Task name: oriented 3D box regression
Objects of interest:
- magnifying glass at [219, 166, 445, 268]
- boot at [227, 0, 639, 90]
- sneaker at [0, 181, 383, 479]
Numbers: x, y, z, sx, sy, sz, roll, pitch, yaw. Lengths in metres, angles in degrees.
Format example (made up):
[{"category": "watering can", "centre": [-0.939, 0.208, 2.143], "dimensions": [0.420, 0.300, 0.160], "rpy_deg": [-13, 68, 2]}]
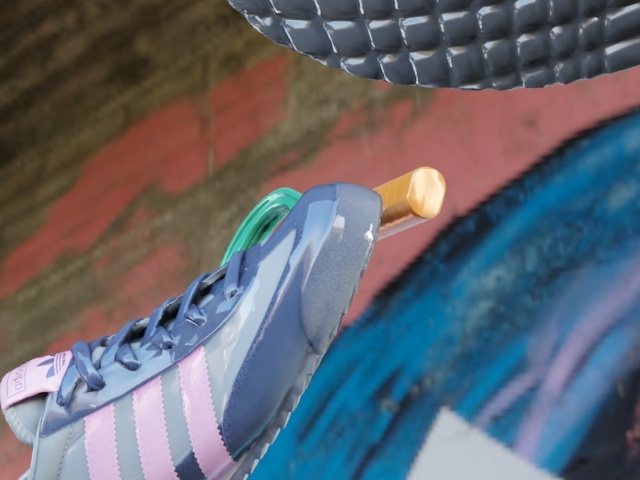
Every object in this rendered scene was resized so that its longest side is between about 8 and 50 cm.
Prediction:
[{"category": "magnifying glass", "centre": [0.000, 0.000, 1.097], "dimensions": [0.026, 0.092, 0.231], "rpy_deg": [26, -24, -20]}, {"category": "boot", "centre": [0.143, -0.121, 0.680], "dimensions": [0.338, 0.222, 0.118], "rpy_deg": [2, -80, 19]}, {"category": "sneaker", "centre": [-0.093, 0.081, 1.014], "dimensions": [0.131, 0.112, 0.319], "rpy_deg": [33, -75, -8]}]
